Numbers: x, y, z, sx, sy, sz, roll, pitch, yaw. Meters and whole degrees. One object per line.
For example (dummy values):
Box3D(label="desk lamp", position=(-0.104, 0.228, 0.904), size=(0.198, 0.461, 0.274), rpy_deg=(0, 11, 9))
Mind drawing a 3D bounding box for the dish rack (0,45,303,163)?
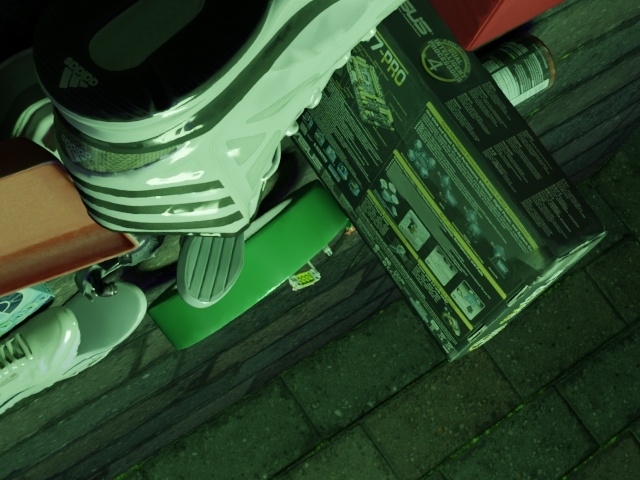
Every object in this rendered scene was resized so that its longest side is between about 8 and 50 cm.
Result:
Box3D(label="dish rack", position=(-0.167, -0.096, 1.054), size=(0.333, 0.072, 0.285), rpy_deg=(-11, 162, -33))

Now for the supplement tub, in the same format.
Box3D(label="supplement tub", position=(0.277, -0.251, 1.776), size=(0.198, 0.106, 0.106), rpy_deg=(-30, 166, -22))

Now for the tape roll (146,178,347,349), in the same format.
Box3D(label="tape roll", position=(-0.109, 0.034, 1.629), size=(0.321, 0.077, 0.321), rpy_deg=(-36, -173, 5))

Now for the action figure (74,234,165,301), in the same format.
Box3D(label="action figure", position=(-0.233, -0.007, 1.339), size=(0.185, 0.099, 0.285), rpy_deg=(-48, 173, -7))

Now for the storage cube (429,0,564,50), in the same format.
Box3D(label="storage cube", position=(0.186, -0.333, 1.061), size=(0.215, 0.183, 0.193), rpy_deg=(-31, 168, -25))

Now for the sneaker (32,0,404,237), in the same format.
Box3D(label="sneaker", position=(-0.040, -0.170, 0.906), size=(0.447, 0.169, 0.257), rpy_deg=(-40, 162, -26))

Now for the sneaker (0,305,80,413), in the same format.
Box3D(label="sneaker", position=(-0.429, 0.173, 1.510), size=(0.235, 0.090, 0.095), rpy_deg=(-41, 157, 14))

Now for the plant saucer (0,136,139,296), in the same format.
Box3D(label="plant saucer", position=(-0.314, -0.004, 0.955), size=(0.258, 0.047, 0.259), rpy_deg=(-19, 163, 0))

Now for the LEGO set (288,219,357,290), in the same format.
Box3D(label="LEGO set", position=(0.000, 0.000, 1.946), size=(0.287, 0.107, 0.132), rpy_deg=(-27, 165, -35))

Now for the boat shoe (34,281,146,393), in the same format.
Box3D(label="boat shoe", position=(-0.344, 0.134, 1.597), size=(0.258, 0.095, 0.084), rpy_deg=(-30, 175, 22))

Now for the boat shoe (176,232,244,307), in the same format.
Box3D(label="boat shoe", position=(-0.145, 0.006, 1.452), size=(0.076, 0.083, 0.226), rpy_deg=(-36, -154, 43))

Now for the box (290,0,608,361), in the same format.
Box3D(label="box", position=(0.133, -0.079, 1.361), size=(0.097, 0.395, 0.318), rpy_deg=(-28, 164, -26))

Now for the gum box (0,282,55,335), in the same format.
Box3D(label="gum box", position=(-0.420, 0.086, 1.303), size=(0.157, 0.041, 0.184), rpy_deg=(-37, 167, 1))
